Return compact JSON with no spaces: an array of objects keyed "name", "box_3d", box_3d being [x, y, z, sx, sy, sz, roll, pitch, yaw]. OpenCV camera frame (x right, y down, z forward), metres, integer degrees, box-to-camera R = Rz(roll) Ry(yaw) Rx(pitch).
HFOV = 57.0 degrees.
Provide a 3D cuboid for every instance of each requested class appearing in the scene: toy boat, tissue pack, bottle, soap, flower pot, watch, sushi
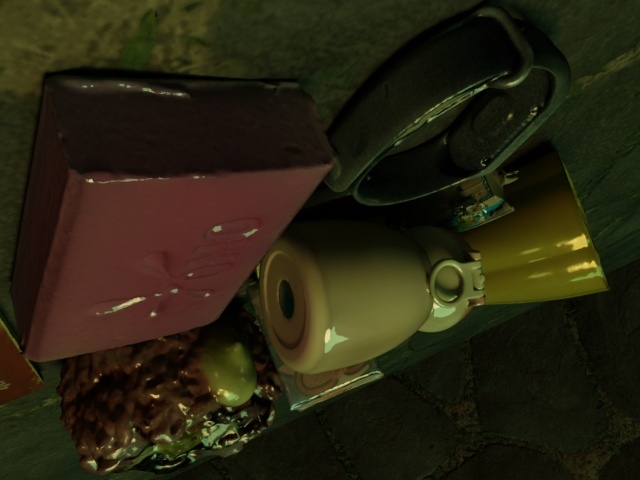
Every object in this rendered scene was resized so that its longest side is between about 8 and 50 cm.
[{"name":"toy boat","box_3d":[0.133,-0.037,0.693,0.066,0.084,0.210,-3,160,-37]},{"name":"tissue pack","box_3d":[-0.007,0.109,0.700,0.116,0.155,0.065,-24,161,4]},{"name":"bottle","box_3d":[0.067,0.046,0.615,0.237,0.147,0.147,-6,153,-28]},{"name":"soap","box_3d":[-0.124,-0.007,0.449,0.181,0.081,0.259,-8,154,-38]},{"name":"flower pot","box_3d":[0.266,-0.001,0.791,0.179,0.195,0.195,-20,163,25]},{"name":"watch","box_3d":[0.109,-0.104,0.504,0.193,0.068,0.206,-12,158,-33]},{"name":"sushi","box_3d":[-0.175,0.182,0.725,0.236,0.170,0.270,-33,153,21]}]

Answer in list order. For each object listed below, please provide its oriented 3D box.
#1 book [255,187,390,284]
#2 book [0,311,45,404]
[{"name":"book","box_3d":[0.000,0.000,0.690,0.162,0.022,0.232,-18,159,-11]},{"name":"book","box_3d":[-0.471,0.159,0.535,0.374,0.028,0.262,-16,156,-22]}]
